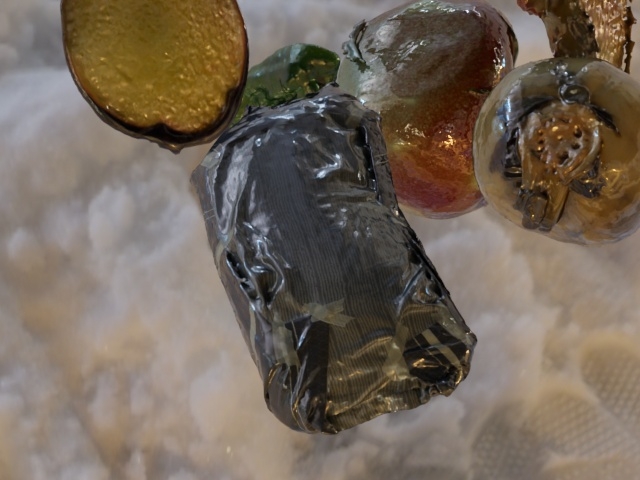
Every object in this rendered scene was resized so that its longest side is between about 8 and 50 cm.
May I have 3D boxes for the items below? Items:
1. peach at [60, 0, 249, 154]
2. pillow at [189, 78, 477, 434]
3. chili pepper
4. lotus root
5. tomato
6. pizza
[{"bbox_3d":[-0.181,-0.228,1.443,0.189,0.068,0.279,-16,102,-14],"label":"peach"},{"bbox_3d":[0.000,0.000,1.024,0.161,0.093,0.335,-12,46,-10],"label":"pillow"},{"bbox_3d":[-0.051,-0.155,1.583,0.100,0.257,0.074,39,66,-6],"label":"chili pepper"},{"bbox_3d":[0.235,-0.075,1.292,0.182,0.310,0.183,-1,84,11],"label":"lotus root"},{"bbox_3d":[0.142,-0.179,1.845,0.239,0.303,0.304,4,60,10],"label":"tomato"},{"bbox_3d":[0.242,-0.269,1.347,0.297,0.071,0.189,58,47,-24],"label":"pizza"}]
